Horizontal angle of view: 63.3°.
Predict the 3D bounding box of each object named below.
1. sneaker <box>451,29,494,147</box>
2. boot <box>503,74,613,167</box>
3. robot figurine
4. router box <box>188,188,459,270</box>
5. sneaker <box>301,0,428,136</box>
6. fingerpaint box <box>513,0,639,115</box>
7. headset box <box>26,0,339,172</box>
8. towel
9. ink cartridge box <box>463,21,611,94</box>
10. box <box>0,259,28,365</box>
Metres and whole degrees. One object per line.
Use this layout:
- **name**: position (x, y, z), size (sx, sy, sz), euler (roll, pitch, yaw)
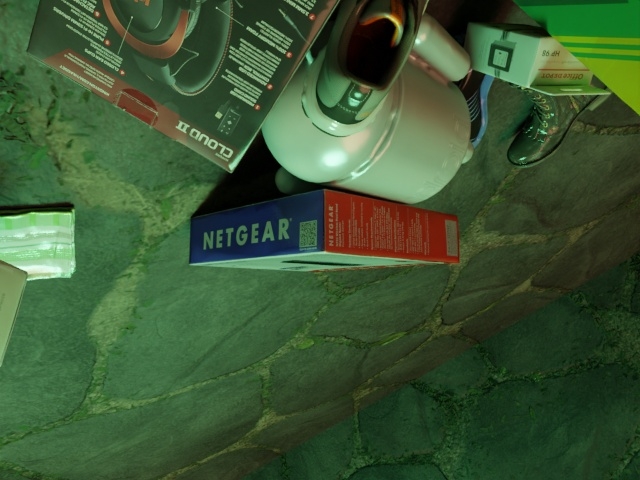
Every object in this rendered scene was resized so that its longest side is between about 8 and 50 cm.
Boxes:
- **sneaker**: position (0.222, -0.233, 0.839), size (0.090, 0.081, 0.232), euler (-16, 141, -11)
- **boot**: position (0.390, -0.261, 0.929), size (0.229, 0.091, 0.263), euler (13, 128, -40)
- **robot figurine**: position (0.064, -0.162, 0.699), size (0.353, 0.200, 0.300), euler (9, 133, -44)
- **router box**: position (0.000, 0.000, 0.849), size (0.301, 0.082, 0.335), euler (6, 171, -42)
- **sneaker**: position (0.067, -0.236, 0.511), size (0.100, 0.272, 0.108), euler (20, 171, -14)
- **fingerpaint box**: position (0.484, -0.316, 0.619), size (0.444, 0.371, 0.163), euler (-12, 146, -23)
- **headset box**: position (-0.113, -0.221, 0.473), size (0.218, 0.110, 0.293), euler (29, 125, -15)
- **towel**: position (-0.422, 0.010, 0.766), size (0.113, 0.023, 0.152), euler (-7, 144, -31)
- **ink cartridge box**: position (0.280, -0.239, 0.672), size (0.104, 0.180, 0.060), euler (-7, 121, -21)
- **box**: position (-0.503, 0.076, 0.613), size (0.232, 0.127, 0.148), euler (-4, 156, 19)
